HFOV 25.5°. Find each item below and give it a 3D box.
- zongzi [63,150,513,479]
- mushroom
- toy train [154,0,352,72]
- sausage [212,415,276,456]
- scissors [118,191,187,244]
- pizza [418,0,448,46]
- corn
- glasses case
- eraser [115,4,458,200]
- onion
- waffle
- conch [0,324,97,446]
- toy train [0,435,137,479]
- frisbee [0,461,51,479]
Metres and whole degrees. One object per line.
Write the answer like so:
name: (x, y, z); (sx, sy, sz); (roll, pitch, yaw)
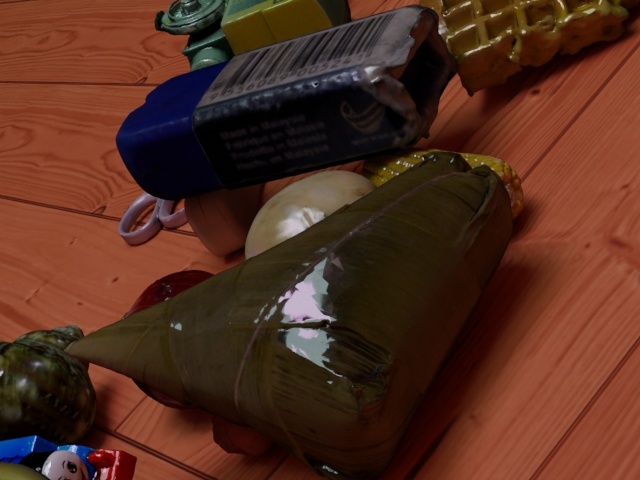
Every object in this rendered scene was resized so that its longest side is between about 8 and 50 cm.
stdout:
zongzi: (-0.022, 0.028, 1.142); (0.300, 0.145, 0.274); (15, 54, 28)
mushroom: (0.000, 0.000, 1.283); (0.148, 0.112, 0.148); (-27, 27, 15)
toy train: (-0.068, -0.316, 1.839); (0.237, 0.150, 0.369); (-17, 32, 18)
sausage: (-0.039, 0.116, 1.198); (0.062, 0.062, 0.154); (-8, 38, 43)
scissors: (-0.174, -0.089, 1.715); (0.118, 0.030, 0.242); (-22, 33, 25)
pizza: (0.191, -0.293, 1.583); (0.134, 0.056, 0.271); (-1, 47, 45)
corn: (0.107, -0.050, 1.281); (0.072, 0.072, 0.203); (-45, 28, -17)
glasses case: (-0.102, -0.061, 1.532); (0.050, 0.083, 0.196); (-27, 27, 19)
eraser: (-0.035, -0.128, 1.384); (0.332, 0.101, 0.155); (-13, 28, 29)
onion: (-0.120, 0.090, 1.277); (0.131, 0.131, 0.131); (-28, 28, 17)
waffle: (0.229, -0.267, 1.442); (0.219, 0.057, 0.229); (-19, 41, 15)
conch: (-0.304, 0.158, 1.364); (0.181, 0.124, 0.187); (-16, -12, -26)
toy train: (-0.267, 0.219, 1.217); (0.204, 0.131, 0.083); (-14, 54, 35)
frisbee: (-0.278, 0.286, 1.104); (0.236, 0.017, 0.236); (-14, 60, 25)
